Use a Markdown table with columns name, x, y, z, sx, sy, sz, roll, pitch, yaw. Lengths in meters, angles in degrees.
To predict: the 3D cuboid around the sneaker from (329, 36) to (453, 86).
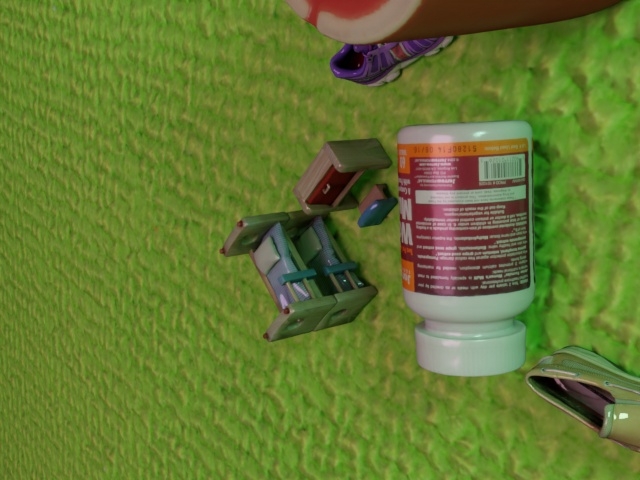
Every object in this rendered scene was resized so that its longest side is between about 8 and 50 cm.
| name | x | y | z | sx | sy | sz | roll | pitch | yaw |
| --- | --- | --- | --- | --- | --- | --- | --- | --- | --- |
| sneaker | 0.072 | -0.204 | 0.825 | 0.170 | 0.071 | 0.068 | -37 | 69 | 46 |

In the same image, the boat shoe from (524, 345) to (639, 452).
| name | x | y | z | sx | sy | sz | roll | pitch | yaw |
| --- | --- | --- | --- | --- | --- | --- | --- | --- | --- |
| boat shoe | 0.254 | 0.146 | 0.679 | 0.190 | 0.072 | 0.068 | 18 | 110 | 47 |

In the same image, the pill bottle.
| name | x | y | z | sx | sy | sz | roll | pitch | yaw |
| --- | --- | --- | --- | --- | --- | --- | --- | --- | --- |
| pill bottle | 0.133 | 0.004 | 0.755 | 0.121 | 0.121 | 0.221 | 7 | 102 | 49 |

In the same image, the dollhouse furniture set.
| name | x | y | z | sx | sy | sz | roll | pitch | yaw |
| --- | --- | --- | --- | --- | --- | --- | --- | --- | --- |
| dollhouse furniture set | 0.000 | 0.000 | 0.906 | 0.129 | 0.129 | 0.183 | 60 | 136 | 23 |

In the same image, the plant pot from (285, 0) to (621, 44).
| name | x | y | z | sx | sy | sz | roll | pitch | yaw |
| --- | --- | --- | --- | --- | --- | --- | --- | --- | --- |
| plant pot | 0.095 | -0.267 | 0.606 | 0.275 | 0.243 | 0.275 | 34 | 138 | 37 |
